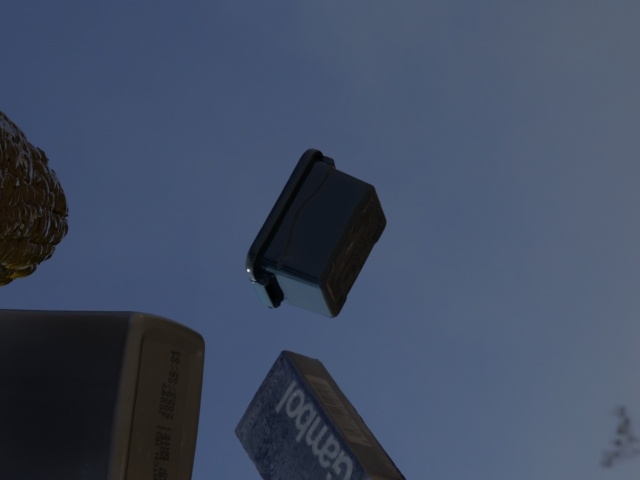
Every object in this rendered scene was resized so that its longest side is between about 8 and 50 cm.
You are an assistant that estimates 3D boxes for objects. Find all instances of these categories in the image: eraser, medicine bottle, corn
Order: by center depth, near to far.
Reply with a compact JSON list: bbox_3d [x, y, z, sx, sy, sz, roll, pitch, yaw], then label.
[{"bbox_3d":[-0.205,-0.028,0.938,0.322,0.119,0.119,38,-120,-77],"label":"corn"},{"bbox_3d":[-0.173,0.109,1.126,0.088,0.188,0.132,23,-109,-59],"label":"medicine bottle"},{"bbox_3d":[0.002,0.180,1.489,0.092,0.046,0.212,-60,34,14],"label":"eraser"}]

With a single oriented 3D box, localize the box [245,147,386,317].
[{"bbox_3d":[0.000,0.000,1.198,0.099,0.054,0.074,-61,-20,-19],"label":"box"}]
